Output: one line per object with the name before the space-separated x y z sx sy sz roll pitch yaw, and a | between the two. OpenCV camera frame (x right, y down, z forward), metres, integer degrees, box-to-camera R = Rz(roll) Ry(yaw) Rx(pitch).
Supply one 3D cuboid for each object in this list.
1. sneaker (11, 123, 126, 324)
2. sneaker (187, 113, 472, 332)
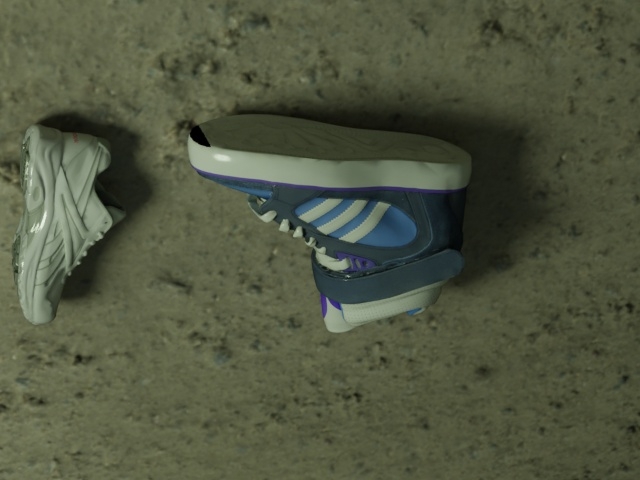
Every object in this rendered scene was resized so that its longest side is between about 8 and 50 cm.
sneaker | -0.265 -0.009 1.784 0.115 0.090 0.232 2 120 -16
sneaker | 0.000 0.000 1.813 0.322 0.130 0.236 3 115 -19
